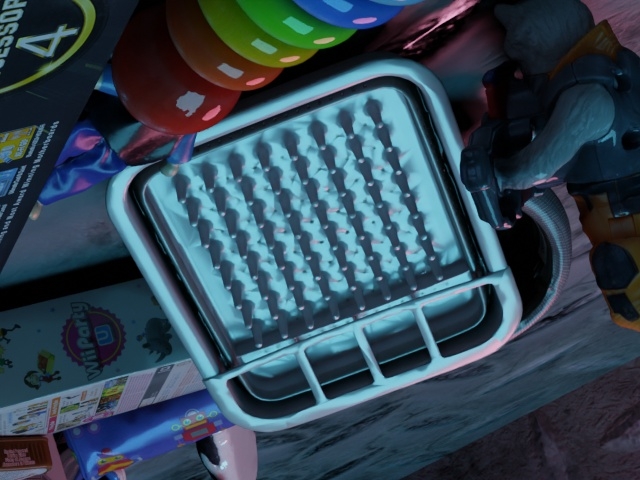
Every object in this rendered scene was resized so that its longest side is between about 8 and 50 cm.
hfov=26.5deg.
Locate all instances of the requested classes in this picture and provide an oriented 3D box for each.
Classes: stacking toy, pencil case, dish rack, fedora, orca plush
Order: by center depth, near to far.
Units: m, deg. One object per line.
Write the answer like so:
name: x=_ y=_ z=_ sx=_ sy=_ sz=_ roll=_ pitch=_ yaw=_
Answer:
stacking toy: x=-0.015 y=-0.160 z=0.823 sx=0.141 sy=0.141 sz=0.330 roll=-3 pitch=160 yaw=-41
dish rack: x=0.000 y=0.000 z=1.153 sx=0.285 sy=0.072 sz=0.333 roll=-20 pitch=129 yaw=6
fedora: x=0.098 y=-0.003 z=1.295 sx=0.275 sy=0.124 sz=0.244 roll=0 pitch=127 yaw=-11
pencil case: x=-0.156 y=0.168 z=1.567 sx=0.306 sy=0.133 sz=0.119 roll=-20 pitch=139 yaw=-5
orca plush: x=-0.165 y=0.287 z=1.916 sx=0.102 sy=0.151 sz=0.287 roll=8 pitch=169 yaw=13

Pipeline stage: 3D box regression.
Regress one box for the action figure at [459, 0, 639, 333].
action figure: x=0.246 y=-0.063 z=1.121 sx=0.178 sy=0.330 sz=0.341 roll=-23 pitch=-167 yaw=25

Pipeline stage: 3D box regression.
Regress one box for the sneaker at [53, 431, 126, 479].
sneaker: x=-0.375 y=0.381 z=1.701 sx=0.323 sy=0.130 sz=0.236 roll=-49 pitch=-164 yaw=-27

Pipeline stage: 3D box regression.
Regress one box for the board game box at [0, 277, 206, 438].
board game box: x=-0.218 y=0.117 z=1.369 sx=0.303 sy=0.098 sz=0.224 roll=-15 pitch=166 yaw=-18

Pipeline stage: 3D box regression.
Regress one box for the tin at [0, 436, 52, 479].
tin: x=-0.349 y=0.231 z=1.377 sx=0.106 sy=0.040 sz=0.189 roll=-18 pitch=167 yaw=21

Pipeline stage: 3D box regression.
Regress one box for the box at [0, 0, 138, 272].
box: x=-0.280 y=-0.049 z=0.651 sx=0.318 sy=0.097 sz=0.395 roll=-14 pitch=162 yaw=-32

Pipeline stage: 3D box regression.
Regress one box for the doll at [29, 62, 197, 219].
doll: x=-0.149 y=-0.084 z=0.993 sx=0.189 sy=0.046 sz=0.129 roll=-26 pitch=139 yaw=10

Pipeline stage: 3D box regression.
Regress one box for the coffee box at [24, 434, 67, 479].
coffee box: x=-0.485 y=0.395 z=1.509 sx=0.334 sy=0.338 sz=0.338 roll=-27 pitch=161 yaw=18
